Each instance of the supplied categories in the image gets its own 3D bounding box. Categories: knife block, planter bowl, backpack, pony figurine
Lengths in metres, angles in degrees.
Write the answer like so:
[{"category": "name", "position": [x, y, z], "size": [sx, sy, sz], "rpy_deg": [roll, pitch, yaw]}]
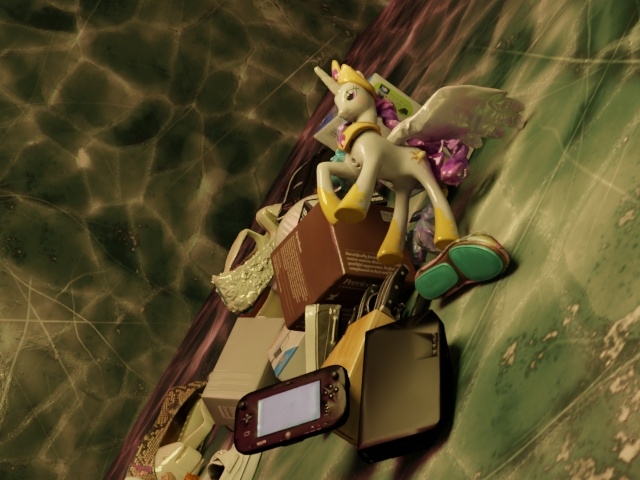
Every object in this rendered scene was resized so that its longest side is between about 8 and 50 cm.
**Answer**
[{"category": "knife block", "position": [0.094, 0.171, 1.518], "size": [0.242, 0.088, 0.276], "rpy_deg": [-55, 11, 11]}, {"category": "planter bowl", "position": [-0.125, 0.205, 2.285], "size": [0.162, 0.109, 0.162], "rpy_deg": [-49, 12, 14]}, {"category": "backpack", "position": [0.029, -0.107, 2.235], "size": [0.225, 0.191, 0.254], "rpy_deg": [-27, 32, 25]}, {"category": "pony figurine", "position": [0.146, -0.135, 1.651], "size": [0.303, 0.350, 0.364], "rpy_deg": [-50, 32, 47]}]

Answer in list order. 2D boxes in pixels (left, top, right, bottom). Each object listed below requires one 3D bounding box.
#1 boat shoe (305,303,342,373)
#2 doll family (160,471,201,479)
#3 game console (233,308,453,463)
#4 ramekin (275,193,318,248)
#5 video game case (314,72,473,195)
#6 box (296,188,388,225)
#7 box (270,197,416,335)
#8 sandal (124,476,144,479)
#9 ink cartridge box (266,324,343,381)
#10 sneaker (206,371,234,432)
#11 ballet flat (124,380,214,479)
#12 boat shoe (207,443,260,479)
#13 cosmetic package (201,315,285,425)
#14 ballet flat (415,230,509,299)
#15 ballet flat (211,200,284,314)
[{"category": "boat shoe", "position": [0.014, 0.218, 1.643], "size": [0.078, 0.070, 0.220], "rpy_deg": [-30, -63, -80]}, {"category": "doll family", "position": [-0.302, 0.583, 2.040], "size": [0.263, 0.118, 0.163], "rpy_deg": [-112, 38, -81]}, {"category": "game console", "position": [0.024, 0.235, 1.379], "size": [0.361, 0.044, 0.213], "rpy_deg": [-22, 37, 24]}, {"category": "ramekin", "position": [0.000, 0.000, 2.037], "size": [0.109, 0.207, 0.207], "rpy_deg": [38, 96, 37]}, {"category": "video game case", "position": [0.143, -0.201, 1.933], "size": [0.061, 0.244, 0.269], "rpy_deg": [-60, 12, -21]}, {"category": "box", "position": [0.025, 0.008, 1.911], "size": [0.051, 0.175, 0.220], "rpy_deg": [49, 136, 37]}, {"category": "box", "position": [0.038, 0.050, 1.743], "size": [0.203, 0.168, 0.167], "rpy_deg": [-46, 47, 42]}, {"category": "sandal", "position": [-0.417, 0.607, 1.936], "size": [0.169, 0.102, 0.416], "rpy_deg": [-78, 3, -54]}, {"category": "ink cartridge box", "position": [-0.033, 0.215, 1.955], "size": [0.140, 0.082, 0.190], "rpy_deg": [-57, 13, 1]}, {"category": "sneaker", "position": [-0.185, 0.346, 2.254], "size": [0.124, 0.107, 0.283], "rpy_deg": [-42, 16, 1]}, {"category": "ballet flat", "position": [-0.345, 0.502, 2.356], "size": [0.182, 0.164, 0.483], "rpy_deg": [-29, 21, 24]}, {"category": "boat shoe", "position": [-0.182, 0.456, 1.909], "size": [0.095, 0.084, 0.258], "rpy_deg": [-50, 14, 34]}, {"category": "cosmetic package", "position": [-0.151, 0.282, 2.091], "size": [0.127, 0.107, 0.238], "rpy_deg": [0, 40, 25]}, {"category": "ballet flat", "position": [0.221, 0.029, 1.447], "size": [0.079, 0.077, 0.221], "rpy_deg": [-41, 1, -31]}, {"category": "ballet flat", "position": [-0.123, -0.002, 2.328], "size": [0.409, 0.147, 0.147], "rpy_deg": [-55, 8, -34]}]
